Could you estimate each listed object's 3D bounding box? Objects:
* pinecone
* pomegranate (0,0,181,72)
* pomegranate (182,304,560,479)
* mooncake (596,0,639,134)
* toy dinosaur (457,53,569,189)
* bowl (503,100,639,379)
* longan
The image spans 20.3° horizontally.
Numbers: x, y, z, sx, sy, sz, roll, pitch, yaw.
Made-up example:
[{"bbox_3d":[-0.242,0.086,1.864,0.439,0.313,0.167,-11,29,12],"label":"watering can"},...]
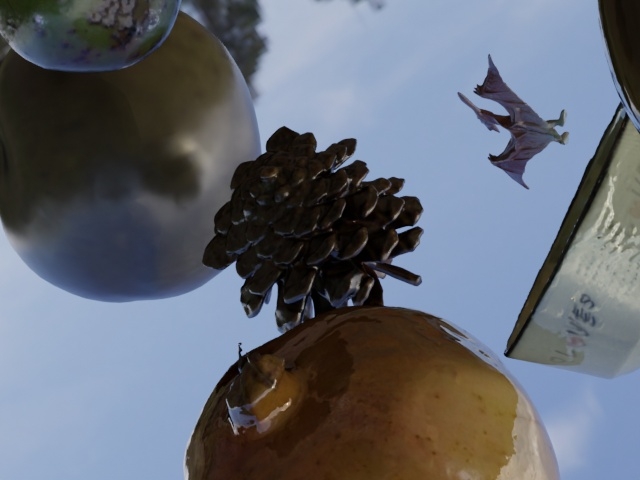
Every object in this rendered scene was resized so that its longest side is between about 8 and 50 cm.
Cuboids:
[{"bbox_3d":[0.002,0.001,1.833,0.202,0.201,0.229,-57,-147,30],"label":"pinecone"},{"bbox_3d":[-0.204,-0.262,1.565,0.202,0.202,0.248,-52,169,-43],"label":"pomegranate"},{"bbox_3d":[0.026,0.199,1.447,0.338,0.338,0.338,-29,-160,11],"label":"pomegranate"},{"bbox_3d":[0.276,-0.147,1.111,0.234,0.235,0.117,-29,162,9],"label":"mooncake"},{"bbox_3d":[0.206,-0.123,1.886,0.108,0.220,0.032,9,-127,23],"label":"toy dinosaur"},{"bbox_3d":[0.244,0.011,1.382,0.238,0.126,0.238,-62,175,-9],"label":"bowl"},{"bbox_3d":[-0.232,-0.105,2.093,0.361,0.361,0.361,-29,-160,11],"label":"longan"}]
